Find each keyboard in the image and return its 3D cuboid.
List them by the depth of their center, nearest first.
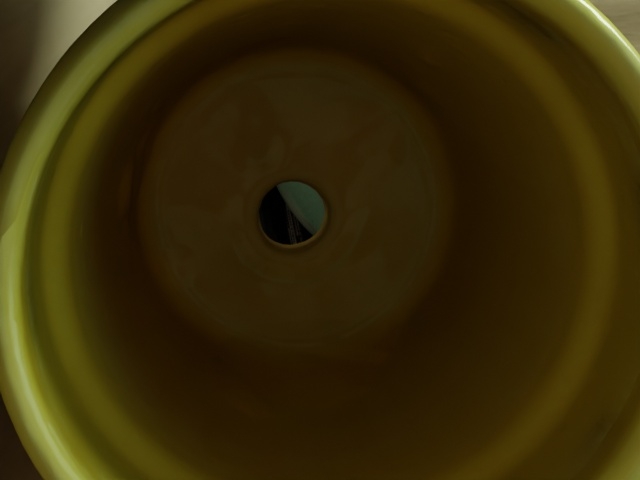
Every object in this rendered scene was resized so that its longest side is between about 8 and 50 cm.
[{"bbox_3d":[-0.029,-0.005,1.094,0.100,0.038,0.192,-19,99,-69],"label":"keyboard"}]

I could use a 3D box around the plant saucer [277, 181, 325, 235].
[{"bbox_3d":[-0.008,-0.134,1.091,0.317,0.043,0.318,-10,90,-77],"label":"plant saucer"}]

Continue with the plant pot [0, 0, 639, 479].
[{"bbox_3d":[0.000,0.000,0.704,0.239,0.254,0.254,-128,-146,-80],"label":"plant pot"}]
